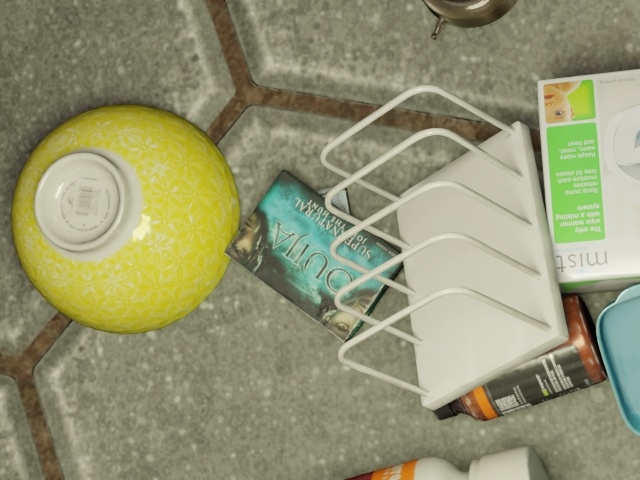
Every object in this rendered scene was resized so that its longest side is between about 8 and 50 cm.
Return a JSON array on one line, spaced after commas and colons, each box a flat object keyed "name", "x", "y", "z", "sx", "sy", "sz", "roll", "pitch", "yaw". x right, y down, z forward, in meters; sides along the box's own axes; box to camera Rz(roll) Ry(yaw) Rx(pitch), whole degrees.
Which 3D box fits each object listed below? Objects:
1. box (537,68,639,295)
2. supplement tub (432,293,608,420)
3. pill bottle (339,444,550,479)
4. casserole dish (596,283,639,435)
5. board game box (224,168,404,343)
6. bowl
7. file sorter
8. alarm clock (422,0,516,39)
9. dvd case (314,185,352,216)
[{"name": "box", "x": 0.380, "y": -0.066, "z": 1.780, "sx": 0.262, "sy": 0.127, "sz": 0.231, "roll": -4, "pitch": 80, "yaw": 14}, {"name": "supplement tub", "x": 0.212, "y": 0.137, "z": 1.809, "sx": 0.198, "sy": 0.106, "sz": 0.106, "roll": -20, "pitch": 78, "yaw": 12}, {"name": "pill bottle", "x": 0.066, "y": 0.363, "z": 1.760, "sx": 0.392, "sy": 0.224, "sz": 0.224, "roll": -18, "pitch": 78, "yaw": 13}, {"name": "casserole dish", "x": 0.366, "y": 0.128, "z": 1.768, "sx": 0.114, "sy": 0.037, "sz": 0.188, "roll": -19, "pitch": 106, "yaw": 6}, {"name": "board game box", "x": -0.006, "y": 0.019, "z": 1.914, "sx": 0.186, "sy": 0.026, "sz": 0.126, "roll": 36, "pitch": 93, "yaw": 17}, {"name": "bowl", "x": -0.256, "y": -0.036, "z": 1.940, "sx": 0.290, "sy": 0.156, "sz": 0.289, "roll": -2, "pitch": 82, "yaw": 15}, {"name": "file sorter", "x": 0.118, "y": 0.000, "z": 1.740, "sx": 0.193, "sy": 0.173, "sz": 0.277, "roll": -32, "pitch": 48, "yaw": 34}, {"name": "alarm clock", "x": 0.190, "y": -0.328, "z": 1.902, "sx": 0.192, "sy": 0.064, "sz": 0.129, "roll": -29, "pitch": 76, "yaw": 7}, {"name": "dvd case", "x": 0.000, "y": 0.000, "z": 1.936, "sx": 0.087, "sy": 0.013, "sz": 0.119, "roll": -12, "pitch": 79, "yaw": 14}]
